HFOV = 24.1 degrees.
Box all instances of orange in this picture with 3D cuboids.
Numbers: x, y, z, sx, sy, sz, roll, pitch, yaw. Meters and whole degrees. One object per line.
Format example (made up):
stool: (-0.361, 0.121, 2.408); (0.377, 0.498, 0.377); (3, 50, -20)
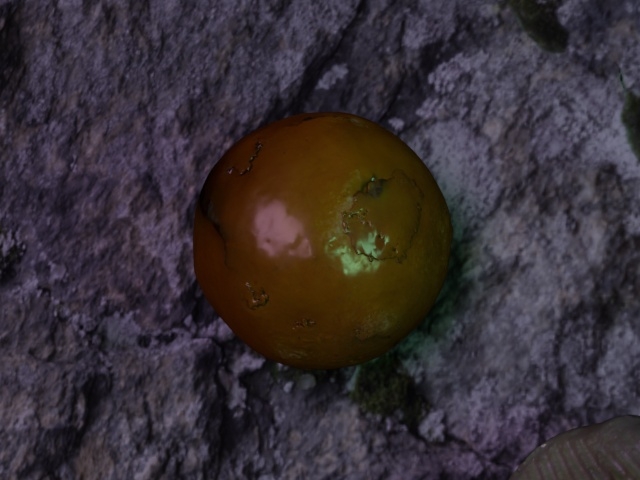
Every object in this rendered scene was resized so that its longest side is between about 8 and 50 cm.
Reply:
orange: (0.000, 0.000, 1.407); (0.246, 0.246, 0.246); (-13, 67, 31)

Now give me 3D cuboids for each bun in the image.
bun: (0.237, 0.264, 1.201); (0.239, 0.141, 0.239); (-31, 34, 25)
